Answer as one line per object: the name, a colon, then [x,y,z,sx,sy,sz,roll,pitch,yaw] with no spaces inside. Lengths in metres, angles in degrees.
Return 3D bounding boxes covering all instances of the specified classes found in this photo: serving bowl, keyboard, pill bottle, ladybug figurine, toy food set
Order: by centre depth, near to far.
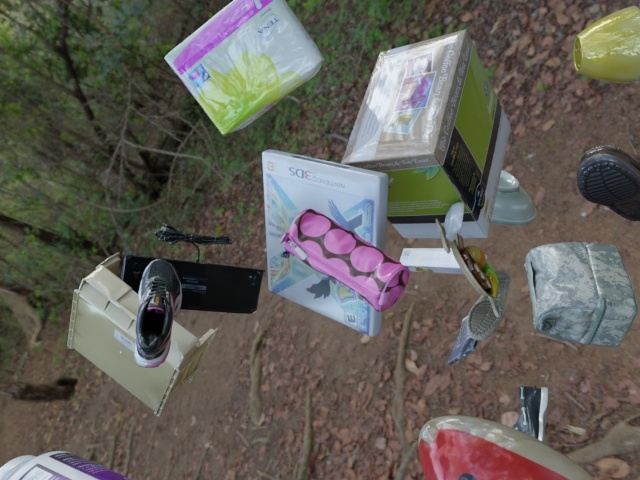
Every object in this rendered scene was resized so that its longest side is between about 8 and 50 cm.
pill bottle: [-0.423,0.477,0.884,0.323,0.181,0.181,6,70,28]
toy food set: [0.290,0.044,0.969,0.038,0.192,0.132,-34,21,20]
serving bowl: [0.264,-0.038,1.034,0.083,0.027,0.083,11,-90,-83]
ladybug figurine: [0.390,0.529,1.078,0.305,0.449,0.162,-55,4,47]
keyboard: [-0.286,0.066,1.190,0.033,0.317,0.201,-131,51,-65]

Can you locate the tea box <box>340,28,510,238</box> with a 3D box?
tea box: [0.254,-0.219,1.164,0.220,0.323,0.329,0,60,37]

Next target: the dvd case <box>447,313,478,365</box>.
dvd case: [0.531,0.330,1.850,0.221,0.018,0.164,-56,-2,-38]

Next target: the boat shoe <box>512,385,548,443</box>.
boat shoe: [0.609,0.553,1.506,0.091,0.114,0.302,1,31,26]

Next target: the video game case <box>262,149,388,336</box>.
video game case: [0.000,0.000,1.047,0.300,0.036,0.329,19,120,37]

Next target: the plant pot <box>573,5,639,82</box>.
plant pot: [0.528,-0.353,0.959,0.095,0.134,0.134,-6,55,15]

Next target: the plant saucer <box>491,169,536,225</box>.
plant saucer: [0.587,-0.192,1.845,0.400,0.400,0.100,-114,32,-54]

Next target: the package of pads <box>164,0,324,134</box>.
package of pads: [-0.165,-0.408,1.180,0.296,0.229,0.101,-34,12,13]

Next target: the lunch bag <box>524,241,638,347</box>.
lunch bag: [0.764,0.151,1.562,0.212,0.256,0.305,87,-167,-44]

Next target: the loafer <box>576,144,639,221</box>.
loafer: [0.744,-0.156,1.290,0.134,0.366,0.130,-17,61,43]

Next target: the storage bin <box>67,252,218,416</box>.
storage bin: [-0.377,0.197,1.082,0.123,0.262,0.260,-48,-7,-47]

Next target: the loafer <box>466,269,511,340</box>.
loafer: [0.552,0.220,1.668,0.102,0.092,0.268,15,56,33]

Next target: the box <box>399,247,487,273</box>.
box: [0.367,0.063,1.596,0.324,0.063,0.067,-4,65,62]

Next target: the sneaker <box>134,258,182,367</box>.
sneaker: [-0.256,0.105,0.823,0.077,0.072,0.178,117,150,-55]

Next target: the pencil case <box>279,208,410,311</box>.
pencil case: [0.038,0.034,0.842,0.209,0.098,0.095,30,109,20]
